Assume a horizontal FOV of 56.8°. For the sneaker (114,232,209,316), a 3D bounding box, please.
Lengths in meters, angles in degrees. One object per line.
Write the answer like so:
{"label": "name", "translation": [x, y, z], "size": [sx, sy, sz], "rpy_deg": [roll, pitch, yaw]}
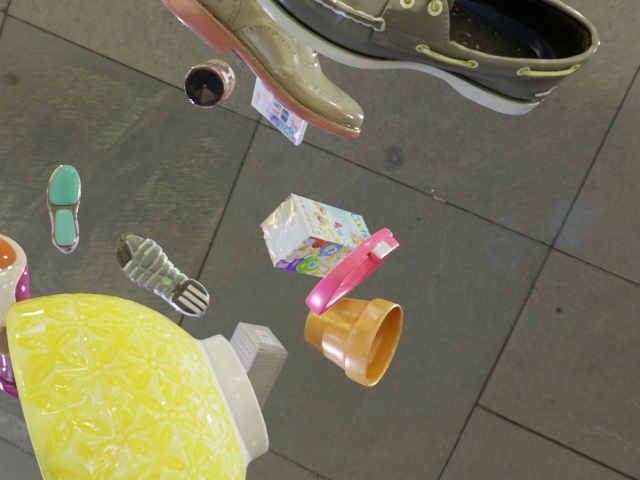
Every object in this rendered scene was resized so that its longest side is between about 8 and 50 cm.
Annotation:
{"label": "sneaker", "translation": [-0.327, 0.086, 1.221], "size": [0.228, 0.132, 0.086], "rpy_deg": [41, 70, 7]}

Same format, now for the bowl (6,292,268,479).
{"label": "bowl", "translation": [-0.139, 0.164, 0.514], "size": [0.155, 0.289, 0.290], "rpy_deg": [-21, 91, -21]}

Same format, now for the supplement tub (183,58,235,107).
{"label": "supplement tub", "translation": [-0.272, -0.400, 1.490], "size": [0.105, 0.198, 0.106], "rpy_deg": [1, 112, 1]}

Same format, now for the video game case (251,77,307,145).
{"label": "video game case", "translation": [-0.078, -0.293, 1.225], "size": [0.143, 0.157, 0.019], "rpy_deg": [43, 58, 11]}

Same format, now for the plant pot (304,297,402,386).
{"label": "plant pot", "translation": [0.072, 0.223, 1.436], "size": [0.187, 0.205, 0.205], "rpy_deg": [18, 98, 26]}

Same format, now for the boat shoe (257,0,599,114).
{"label": "boat shoe", "translation": [0.093, -0.195, 0.498], "size": [0.304, 0.091, 0.109], "rpy_deg": [13, 71, -21]}

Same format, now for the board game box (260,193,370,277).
{"label": "board game box", "translation": [0.000, 0.000, 1.589], "size": [0.142, 0.275, 0.144], "rpy_deg": [-42, 53, 29]}

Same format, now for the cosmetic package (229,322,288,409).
{"label": "cosmetic package", "translation": [-0.189, 0.341, 1.480], "size": [0.127, 0.107, 0.238], "rpy_deg": [39, 106, 48]}

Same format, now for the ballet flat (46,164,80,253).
{"label": "ballet flat", "translation": [-0.626, -0.072, 1.443], "size": [0.076, 0.079, 0.222], "rpy_deg": [-1, 72, -27]}

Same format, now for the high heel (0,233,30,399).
{"label": "high heel", "translation": [-0.675, 0.158, 1.260], "size": [0.377, 0.127, 0.181], "rpy_deg": [60, 146, 38]}

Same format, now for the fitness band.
{"label": "fitness band", "translation": [0.071, 0.068, 1.303], "size": [0.054, 0.291, 0.209], "rpy_deg": [48, 115, 8]}

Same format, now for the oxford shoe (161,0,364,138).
{"label": "oxford shoe", "translation": [-0.044, -0.266, 0.808], "size": [0.348, 0.123, 0.130], "rpy_deg": [32, 106, -36]}
